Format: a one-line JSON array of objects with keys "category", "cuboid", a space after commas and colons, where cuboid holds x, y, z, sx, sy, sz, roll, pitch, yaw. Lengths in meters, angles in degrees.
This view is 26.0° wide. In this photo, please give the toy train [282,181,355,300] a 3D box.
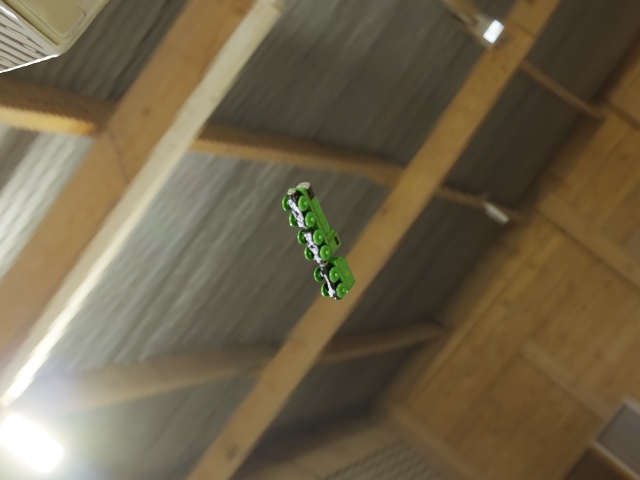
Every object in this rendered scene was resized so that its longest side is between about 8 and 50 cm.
[{"category": "toy train", "cuboid": [0.000, 0.000, 0.845, 0.023, 0.017, 0.083, -51, -51, -40]}]

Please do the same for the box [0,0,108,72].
[{"category": "box", "cuboid": [-0.165, -0.136, 0.616, 0.113, 0.094, 0.275, -56, 25, -17]}]
